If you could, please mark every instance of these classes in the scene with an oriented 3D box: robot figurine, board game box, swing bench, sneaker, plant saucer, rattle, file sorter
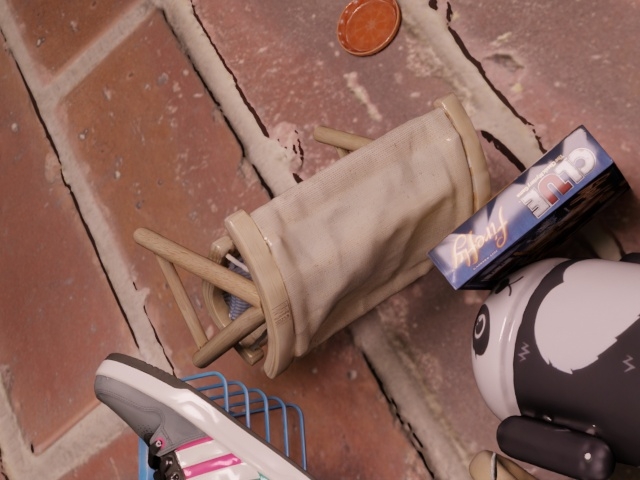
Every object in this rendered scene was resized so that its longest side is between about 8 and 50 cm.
[{"bbox_3d":[0.260,0.101,0.940,0.278,0.209,0.174,8,96,46],"label":"robot figurine"},{"bbox_3d":[0.197,-0.021,1.001,0.165,0.243,0.042,-41,76,13],"label":"board game box"},{"bbox_3d":[0.000,0.000,1.040,0.253,0.165,0.254,-30,13,-26],"label":"swing bench"},{"bbox_3d":[-0.121,0.244,0.976,0.295,0.124,0.178,34,68,14],"label":"sneaker"},{"bbox_3d":[0.058,-0.257,1.317,0.083,0.013,0.083,-11,68,29],"label":"plant saucer"},{"bbox_3d":[0.151,0.256,0.947,0.143,0.199,0.130,-39,79,8],"label":"rattle"},{"bbox_3d":[-0.097,0.213,1.145,0.104,0.170,0.118,-14,65,23],"label":"file sorter"}]
